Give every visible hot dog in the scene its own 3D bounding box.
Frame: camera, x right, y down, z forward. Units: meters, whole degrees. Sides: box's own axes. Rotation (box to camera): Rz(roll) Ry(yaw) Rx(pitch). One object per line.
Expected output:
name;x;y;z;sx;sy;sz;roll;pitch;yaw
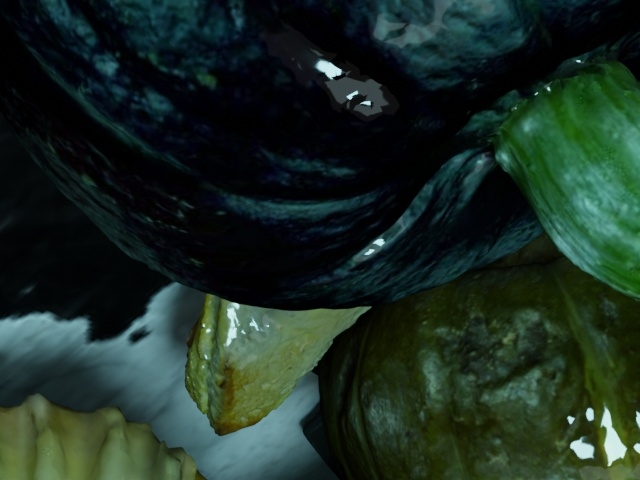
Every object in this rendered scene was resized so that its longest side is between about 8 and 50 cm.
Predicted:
hot dog;0.000;-0.001;0.717;0.169;0.061;0.078;-44;149;15

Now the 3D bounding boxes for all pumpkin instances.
pumpkin;0.099;0.046;0.773;0.219;0.162;0.219;-14;-168;3
pumpkin;0.041;-0.069;0.470;0.248;0.248;0.248;-25;149;-16

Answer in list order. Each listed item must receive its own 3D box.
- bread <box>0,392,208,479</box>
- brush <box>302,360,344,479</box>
bread;-0.125;0.219;0.750;0.236;0.183;0.389;10;133;-15
brush;0.016;0.072;0.886;0.063;0.016;0.193;-32;151;0
